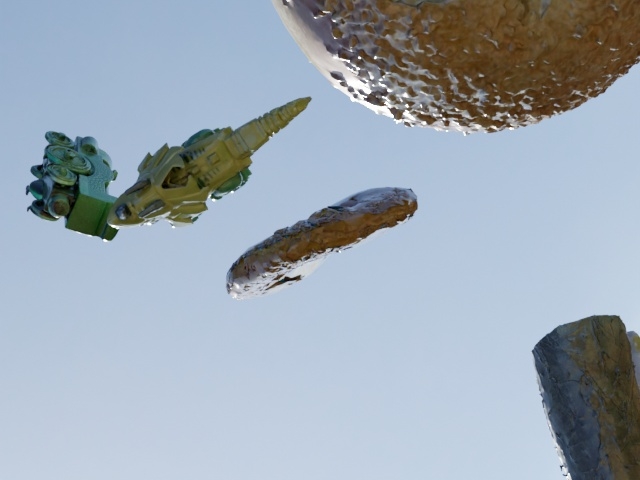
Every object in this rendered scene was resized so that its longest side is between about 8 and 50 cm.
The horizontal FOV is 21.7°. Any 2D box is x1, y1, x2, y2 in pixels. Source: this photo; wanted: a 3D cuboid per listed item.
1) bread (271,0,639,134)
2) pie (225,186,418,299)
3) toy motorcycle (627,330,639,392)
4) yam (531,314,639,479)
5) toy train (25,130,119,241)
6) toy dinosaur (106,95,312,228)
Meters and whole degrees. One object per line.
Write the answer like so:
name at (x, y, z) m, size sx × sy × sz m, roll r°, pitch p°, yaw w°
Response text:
bread at (0.085, -0.155, 1.049) m, size 0.314 × 0.171 × 0.192 m, roll 8°, pitch -52°, yaw -30°
pie at (-0.001, -0.001, 2.097) m, size 0.273 × 0.273 × 0.069 m, roll -28°, pitch -92°, yaw -52°
toy motorcycle at (0.421, 0.269, 1.962) m, size 0.223 × 0.108 × 0.340 m, roll 4°, pitch -116°, yaw -30°
yam at (0.275, 0.175, 1.660) m, size 0.107 × 0.107 × 0.183 m, roll 24°, pitch -130°, yaw -62°
toy train at (-0.285, -0.069, 1.950) m, size 0.178 × 0.105 × 0.071 m, roll -107°, pitch 38°, yaw -62°
toy dinosaur at (-0.119, -0.087, 1.850) m, size 0.259 × 0.094 × 0.153 m, roll -32°, pitch 1°, yaw 1°
